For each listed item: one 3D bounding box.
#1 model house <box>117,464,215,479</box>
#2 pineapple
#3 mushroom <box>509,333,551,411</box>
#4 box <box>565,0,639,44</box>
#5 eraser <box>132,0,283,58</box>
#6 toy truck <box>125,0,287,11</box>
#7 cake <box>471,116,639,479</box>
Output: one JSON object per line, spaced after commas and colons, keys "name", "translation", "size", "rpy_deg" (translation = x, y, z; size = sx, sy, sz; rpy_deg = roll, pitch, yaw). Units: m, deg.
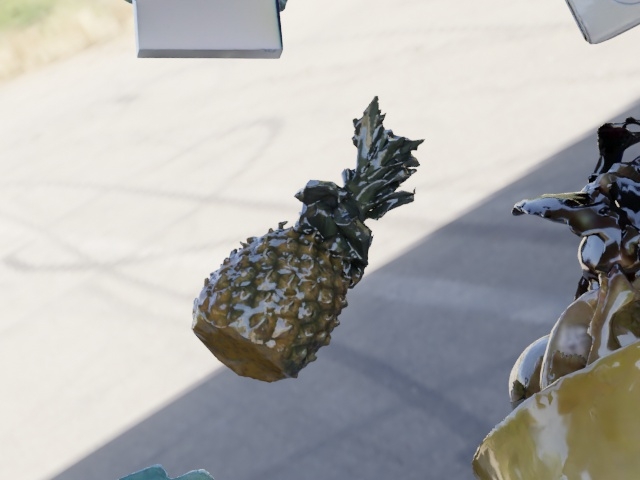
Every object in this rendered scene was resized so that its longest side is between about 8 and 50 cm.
{"name": "model house", "translation": [-0.162, 0.427, 1.775], "size": [0.230, 0.249, 0.280], "rpy_deg": [-19, 43, -17]}
{"name": "pineapple", "translation": [0.000, 0.000, 1.374], "size": [0.251, 0.125, 0.125], "rpy_deg": [-54, 20, -18]}
{"name": "mushroom", "translation": [0.257, 0.171, 1.762], "size": [0.141, 0.188, 0.117], "rpy_deg": [-37, 47, -20]}
{"name": "box", "translation": [0.322, -0.317, 1.297], "size": [0.343, 0.200, 0.065], "rpy_deg": [-27, 2, 28]}
{"name": "eraser", "translation": [-0.117, -0.233, 1.688], "size": [0.150, 0.104, 0.023], "rpy_deg": [-1, -22, -14]}
{"name": "toy truck", "translation": [-0.122, -0.329, 1.785], "size": [0.256, 0.140, 0.108], "rpy_deg": [5, 67, 18]}
{"name": "cake", "translation": [0.239, 0.075, 1.063], "size": [0.332, 0.321, 0.332], "rpy_deg": [-15, -23, -7]}
